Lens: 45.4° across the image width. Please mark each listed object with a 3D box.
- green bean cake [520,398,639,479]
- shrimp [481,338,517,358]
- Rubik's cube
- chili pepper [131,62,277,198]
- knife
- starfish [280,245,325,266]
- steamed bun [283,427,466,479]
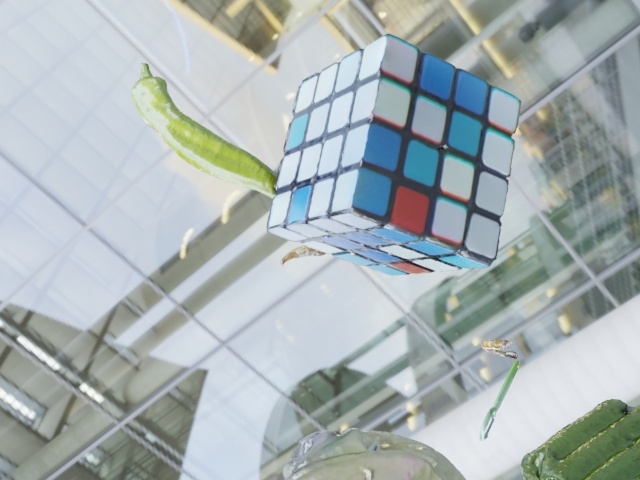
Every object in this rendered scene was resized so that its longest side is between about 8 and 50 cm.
[{"bbox_3d":[0.478,0.436,1.111,0.335,0.218,0.319,29,143,65],"label":"green bean cake"},{"bbox_3d":[0.441,0.258,1.833,0.091,0.025,0.127,24,162,-6],"label":"shrimp"},{"bbox_3d":[0.062,-0.065,0.674,0.151,0.154,0.155,20,-106,-28],"label":"Rubik's cube"},{"bbox_3d":[-0.109,-0.089,0.724,0.208,0.043,0.049,40,-153,6],"label":"chili pepper"},{"bbox_3d":[0.375,0.324,1.599,0.212,0.015,0.054,-50,-38,-37],"label":"knife"},{"bbox_3d":[0.004,0.002,1.301,0.130,0.133,0.041,8,-145,-44],"label":"starfish"},{"bbox_3d":[0.048,0.372,1.137,0.280,0.268,0.207,-25,-91,-44],"label":"steamed bun"}]
